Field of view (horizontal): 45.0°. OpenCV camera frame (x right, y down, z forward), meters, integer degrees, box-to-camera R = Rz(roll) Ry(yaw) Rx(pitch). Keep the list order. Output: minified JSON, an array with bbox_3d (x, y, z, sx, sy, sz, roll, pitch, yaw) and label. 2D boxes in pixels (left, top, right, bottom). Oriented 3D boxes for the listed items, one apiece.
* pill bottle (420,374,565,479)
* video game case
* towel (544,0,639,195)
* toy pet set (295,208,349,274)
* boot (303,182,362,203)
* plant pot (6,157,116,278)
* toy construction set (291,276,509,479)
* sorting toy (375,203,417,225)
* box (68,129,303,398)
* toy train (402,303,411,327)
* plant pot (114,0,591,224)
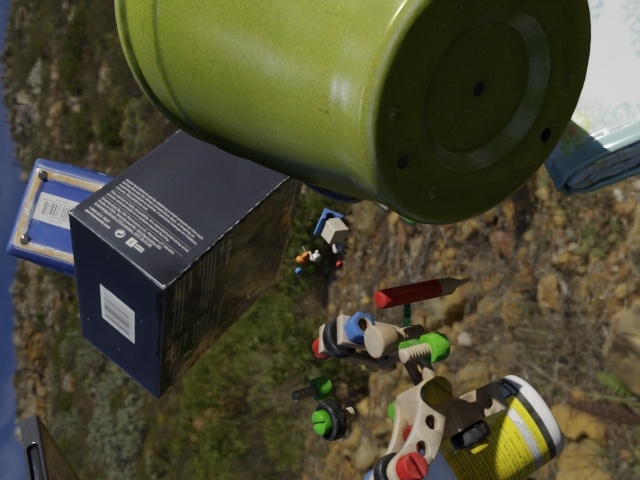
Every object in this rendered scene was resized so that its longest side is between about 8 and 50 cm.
[{"bbox_3d":[0.305,0.432,1.561,0.188,0.334,0.188,57,169,17],"label":"pill bottle"},{"bbox_3d":[-0.370,0.435,1.162,0.248,0.035,0.275,48,159,53],"label":"video game case"},{"bbox_3d":[0.435,-0.261,1.002,0.090,0.374,0.321,40,-147,-53],"label":"towel"},{"bbox_3d":[0.000,0.000,1.555,0.122,0.065,0.114,-7,-46,-40],"label":"toy pet set"},{"bbox_3d":[-0.057,-0.237,1.663,0.138,0.377,0.284,-46,-18,2],"label":"boot"},{"bbox_3d":[-0.494,-0.037,1.590,0.212,0.236,0.236,67,-141,-84],"label":"plant pot"},{"bbox_3d":[0.144,0.176,1.053,0.257,0.237,0.309,52,139,39],"label":"toy construction set"},{"bbox_3d":[0.088,-0.162,1.461,0.047,0.347,0.196,-48,10,38],"label":"sorting toy"},{"bbox_3d":[-0.203,0.019,1.198,0.312,0.179,0.343,-44,-17,-35],"label":"box"},{"bbox_3d":[0.155,0.132,1.378,0.024,0.017,0.083,-88,-5,-60],"label":"toy train"},{"bbox_3d":[0.042,-0.191,0.730,0.353,0.366,0.366,42,140,46],"label":"plant pot"}]
